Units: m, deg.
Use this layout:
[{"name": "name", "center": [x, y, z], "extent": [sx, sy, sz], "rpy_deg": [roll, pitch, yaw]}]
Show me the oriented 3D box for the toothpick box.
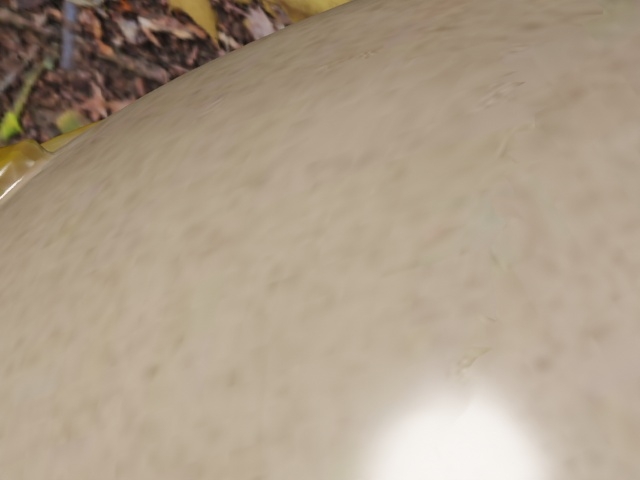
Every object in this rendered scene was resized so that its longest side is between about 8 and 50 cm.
[{"name": "toothpick box", "center": [0.024, 0.132, 0.583], "extent": [0.409, 0.425, 0.409], "rpy_deg": [31, 48, -42]}]
